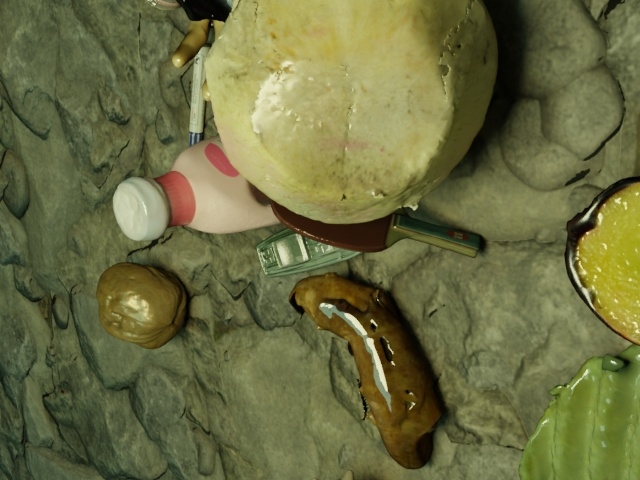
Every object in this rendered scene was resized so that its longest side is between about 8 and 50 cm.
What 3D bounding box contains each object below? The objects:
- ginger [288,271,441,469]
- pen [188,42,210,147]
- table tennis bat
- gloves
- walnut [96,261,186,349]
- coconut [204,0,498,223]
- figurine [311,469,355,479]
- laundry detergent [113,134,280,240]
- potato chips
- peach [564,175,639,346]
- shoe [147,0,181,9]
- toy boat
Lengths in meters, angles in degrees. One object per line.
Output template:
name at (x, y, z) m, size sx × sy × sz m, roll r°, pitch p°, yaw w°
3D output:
ginger at (0.077, 0.170, 1.288) m, size 0.133 × 0.107 × 0.309 m, roll -37°, pitch 79°, yaw 28°
pen at (-0.194, -0.213, 1.486) m, size 0.025 × 0.025 × 0.204 m, roll 26°, pitch 119°, yaw 35°
table tennis bat at (0.069, -0.029, 1.184) m, size 0.274 × 0.154 × 0.021 m, roll 16°, pitch 129°, yaw 1°
gloves at (-0.135, -0.317, 1.315) m, size 0.197 × 0.152 × 0.301 m, roll -5°, pitch 104°, yaw 63°
walnut at (-0.306, 0.109, 1.606) m, size 0.166 × 0.149 × 0.166 m, roll 36°, pitch 156°, yaw 18°
coconut at (0.034, -0.203, 1.094) m, size 0.352 × 0.352 × 0.353 m, roll 14°, pitch 111°, yaw 40°
figurine at (0.067, 0.444, 1.341) m, size 0.247 × 0.173 × 0.177 m, roll 32°, pitch 147°, yaw 4°
laundry detergent at (-0.113, -0.074, 1.229) m, size 0.159 × 0.335 × 0.088 m, roll 47°, pitch 133°, yaw 23°
potato chips at (0.404, 0.288, 1.023) m, size 0.373 × 0.097 × 0.389 m, roll 43°, pitch 129°, yaw 33°
peach at (0.386, 0.027, 0.975) m, size 0.279 × 0.068 × 0.189 m, roll 26°, pitch 122°, yaw 43°
shoe at (-0.251, -0.446, 1.427) m, size 0.092 × 0.089 × 0.180 m, roll -32°, pitch 82°, yaw 44°
toy boat at (0.000, 0.000, 1.322) m, size 0.260 × 0.085 × 0.078 m, roll -20°, pitch 87°, yaw 44°
